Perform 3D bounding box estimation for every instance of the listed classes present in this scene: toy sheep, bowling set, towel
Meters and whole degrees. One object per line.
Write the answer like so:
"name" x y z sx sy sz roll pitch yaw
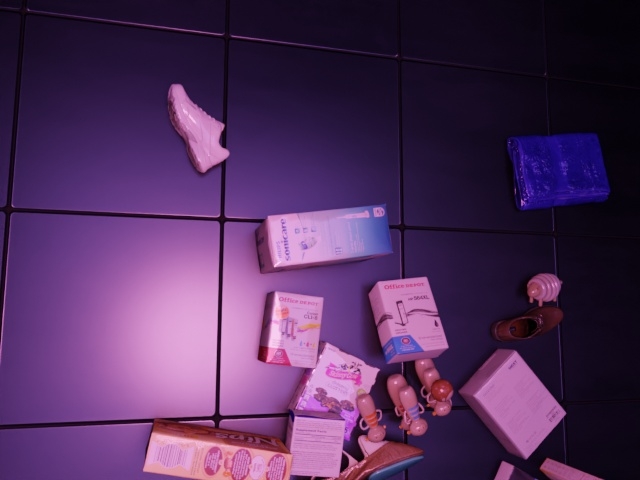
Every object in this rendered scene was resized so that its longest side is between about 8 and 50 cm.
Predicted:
"toy sheep" 0.650 0.137 1.636 0.132 0.091 0.091 -14 86 -30
"bowling set" 0.249 0.415 1.403 0.287 0.200 0.154 -24 100 -29
"towel" 0.723 -0.215 1.704 0.308 0.076 0.227 -6 85 -15

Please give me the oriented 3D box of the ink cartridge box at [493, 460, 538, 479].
"ink cartridge box" 0.501 0.789 1.521 0.165 0.065 0.332 31 77 -9

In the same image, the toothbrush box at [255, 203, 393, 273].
"toothbrush box" 0.000 0.000 1.413 0.295 0.216 0.126 -5 84 -16

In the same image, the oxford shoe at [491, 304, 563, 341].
"oxford shoe" 0.608 0.240 1.604 0.227 0.096 0.083 -17 85 -18

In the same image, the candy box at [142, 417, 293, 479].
"candy box" -0.237 0.490 1.302 0.316 0.183 0.087 14 80 -12

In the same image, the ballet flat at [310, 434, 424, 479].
"ballet flat" 0.092 0.572 1.424 0.342 0.116 0.124 -25 57 -12

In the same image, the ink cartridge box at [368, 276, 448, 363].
"ink cartridge box" 0.226 0.206 1.477 0.148 0.086 0.203 -5 62 -16

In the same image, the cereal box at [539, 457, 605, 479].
"cereal box" 0.721 0.677 1.500 0.173 0.240 0.047 45 75 -6

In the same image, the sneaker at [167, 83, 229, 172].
"sneaker" -0.309 -0.296 1.446 0.115 0.090 0.232 -27 99 -23

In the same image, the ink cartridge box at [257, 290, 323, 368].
"ink cartridge box" -0.075 0.220 1.409 0.128 0.127 0.176 9 80 -13

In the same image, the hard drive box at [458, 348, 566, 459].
"hard drive box" 0.528 0.445 1.559 0.181 0.089 0.232 -40 94 -16

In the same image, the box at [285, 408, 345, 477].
"box" -0.016 0.483 1.350 0.126 0.072 0.137 8 86 -11

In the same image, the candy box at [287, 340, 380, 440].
"candy box" 0.034 0.381 1.446 0.165 0.070 0.196 28 77 -9
